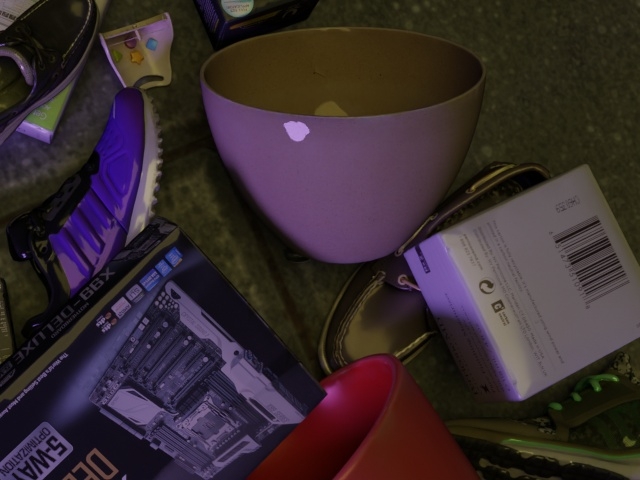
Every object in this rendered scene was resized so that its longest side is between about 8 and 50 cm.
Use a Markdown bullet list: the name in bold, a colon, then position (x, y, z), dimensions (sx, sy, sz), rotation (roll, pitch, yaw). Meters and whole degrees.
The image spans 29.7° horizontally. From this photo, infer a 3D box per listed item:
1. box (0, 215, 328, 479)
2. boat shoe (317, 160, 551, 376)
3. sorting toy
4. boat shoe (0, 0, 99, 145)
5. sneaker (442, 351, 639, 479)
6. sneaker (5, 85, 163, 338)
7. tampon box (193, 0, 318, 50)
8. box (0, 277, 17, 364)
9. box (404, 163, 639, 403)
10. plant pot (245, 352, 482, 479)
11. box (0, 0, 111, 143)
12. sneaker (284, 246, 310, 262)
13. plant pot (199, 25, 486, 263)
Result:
- **box**: position (-0.181, 0.169, 1.166), dimensions (0.307, 0.076, 0.242), rotation (-44, 113, -11)
- **boat shoe**: position (0.127, 0.032, 1.308), dimensions (0.324, 0.097, 0.116), rotation (-42, 92, -15)
- **sorting toy**: position (-0.196, -0.197, 1.305), dimensions (0.083, 0.045, 0.075), rotation (-23, 100, -27)
- **boat shoe**: position (-0.299, -0.170, 1.201), dimensions (0.080, 0.073, 0.223), rotation (40, 76, -4)
- **sneaker**: position (0.308, 0.210, 1.326), dimensions (0.410, 0.158, 0.182), rotation (6, 49, -10)
- **sneaker**: position (-0.244, -0.023, 1.232), dimensions (0.146, 0.102, 0.293), rotation (8, 79, -11)
- **tampon box**: position (-0.086, -0.310, 1.314), dimensions (0.120, 0.101, 0.161), rotation (-23, 87, -14)
- **box**: position (-0.389, 0.124, 1.187), dimensions (0.180, 0.077, 0.147), rotation (-10, 83, -14)
- **box**: position (0.212, 0.046, 1.210), dimensions (0.182, 0.119, 0.181), rotation (-25, 86, -16)
- **plant pot**: position (0.053, 0.290, 1.181), dimensions (0.243, 0.275, 0.275), rotation (47, 74, -13)
- **box**: position (-0.335, -0.291, 1.281), dimensions (0.232, 0.058, 0.322), rotation (22, 76, -9)
- **sneaker**: position (0.000, 0.000, 1.317), dimensions (0.083, 0.035, 0.031), rotation (-21, 85, -15)
- **plant pot**: position (0.022, -0.089, 1.241), dimensions (0.284, 0.284, 0.191), rotation (-7, 117, -14)
